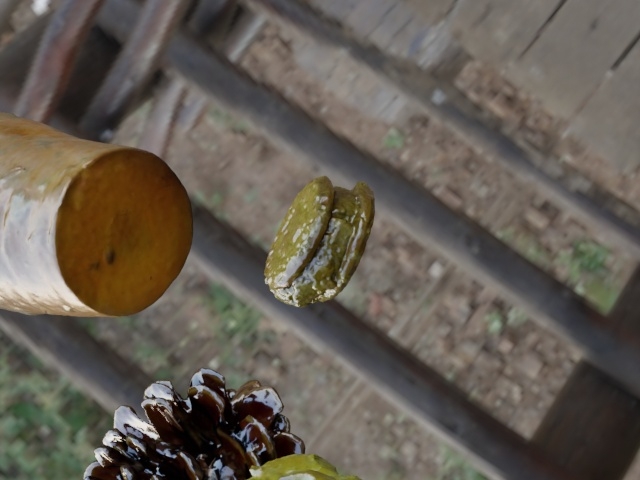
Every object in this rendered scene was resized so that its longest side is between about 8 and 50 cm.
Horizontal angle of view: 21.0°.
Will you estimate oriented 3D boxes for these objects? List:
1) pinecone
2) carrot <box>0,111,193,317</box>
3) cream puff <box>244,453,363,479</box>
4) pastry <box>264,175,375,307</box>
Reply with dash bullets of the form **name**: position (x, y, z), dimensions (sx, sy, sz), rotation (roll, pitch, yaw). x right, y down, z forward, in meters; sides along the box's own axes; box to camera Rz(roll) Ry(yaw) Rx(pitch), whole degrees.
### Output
- **pinecone**: position (-0.115, 0.213, 1.487), dimensions (0.208, 0.208, 0.207), rotation (16, 127, 22)
- **carrot**: position (-0.214, -0.025, 1.065), dimensions (0.302, 0.139, 0.138), rotation (15, 130, 48)
- **cream puff**: position (-0.016, 0.191, 0.957), dimensions (0.121, 0.156, 0.156), rotation (-4, 119, 16)
- **pastry**: position (0.000, 0.000, 1.312), dimensions (0.057, 0.109, 0.097), rotation (22, 171, -11)
